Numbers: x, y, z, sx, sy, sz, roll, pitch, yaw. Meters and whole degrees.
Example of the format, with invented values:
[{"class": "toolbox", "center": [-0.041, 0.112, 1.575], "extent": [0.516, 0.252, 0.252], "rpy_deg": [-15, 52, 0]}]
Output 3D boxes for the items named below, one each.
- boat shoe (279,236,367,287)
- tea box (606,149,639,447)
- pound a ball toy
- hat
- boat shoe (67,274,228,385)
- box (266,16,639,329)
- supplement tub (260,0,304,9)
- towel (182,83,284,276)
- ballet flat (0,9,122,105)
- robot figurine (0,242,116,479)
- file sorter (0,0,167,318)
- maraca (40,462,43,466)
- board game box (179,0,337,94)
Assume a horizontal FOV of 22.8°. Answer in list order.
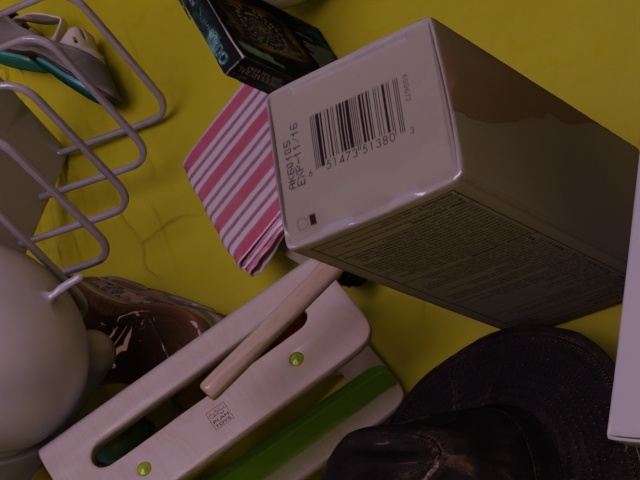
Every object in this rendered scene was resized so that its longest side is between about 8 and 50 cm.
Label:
[{"class": "boat shoe", "center": [-0.001, 0.002, 1.396], "extent": [0.133, 0.042, 0.049], "rpy_deg": [43, 113, 50]}, {"class": "tea box", "center": [0.385, -0.010, 0.992], "extent": [0.324, 0.220, 0.329], "rpy_deg": [1, 77, 38]}, {"class": "pound a ball toy", "center": [-0.074, 0.104, 1.264], "extent": [0.319, 0.208, 0.135], "rpy_deg": [-36, 54, -6]}, {"class": "hat", "center": [0.081, 0.196, 1.158], "extent": [0.331, 0.134, 0.331], "rpy_deg": [-35, 44, 43]}, {"class": "boat shoe", "center": [-0.181, 0.090, 1.484], "extent": [0.285, 0.089, 0.104], "rpy_deg": [12, 97, 42]}, {"class": "box", "center": [0.115, -0.033, 1.143], "extent": [0.148, 0.311, 0.121], "rpy_deg": [-22, 64, 29]}, {"class": "supplement tub", "center": [-0.113, -0.379, 1.489], "extent": [0.207, 0.207, 0.338], "rpy_deg": [-52, 52, 12]}, {"class": "towel", "center": [-0.052, -0.072, 1.446], "extent": [0.144, 0.029, 0.197], "rpy_deg": [-49, 38, 13]}, {"class": "ballet flat", "center": [-0.272, -0.198, 1.643], "extent": [0.213, 0.072, 0.068], "rpy_deg": [23, 80, 38]}, {"class": "robot figurine", "center": [-0.318, 0.135, 1.334], "extent": [0.199, 0.300, 0.353], "rpy_deg": [57, 134, 24]}, {"class": "file sorter", "center": [-0.283, -0.065, 1.468], "extent": [0.173, 0.193, 0.277], "rpy_deg": [-15, 41, 31]}, {"class": "maraca", "center": [-0.316, 0.166, 1.548], "extent": [0.127, 0.099, 0.185], "rpy_deg": [-29, 46, 12]}, {"class": "board game box", "center": [-0.040, -0.165, 1.381], "extent": [0.026, 0.186, 0.126], "rpy_deg": [-44, 54, 21]}]
